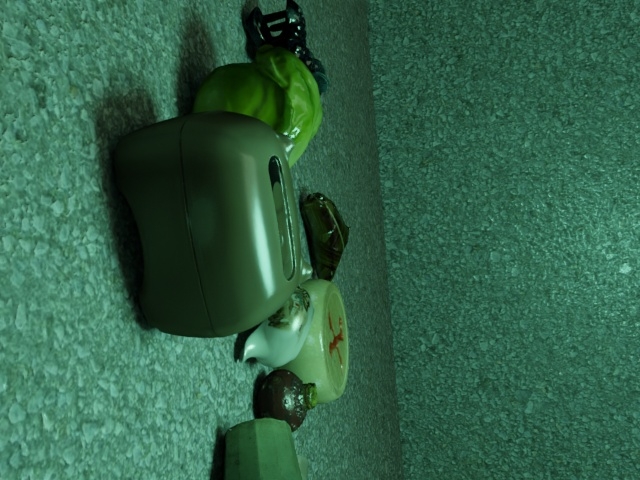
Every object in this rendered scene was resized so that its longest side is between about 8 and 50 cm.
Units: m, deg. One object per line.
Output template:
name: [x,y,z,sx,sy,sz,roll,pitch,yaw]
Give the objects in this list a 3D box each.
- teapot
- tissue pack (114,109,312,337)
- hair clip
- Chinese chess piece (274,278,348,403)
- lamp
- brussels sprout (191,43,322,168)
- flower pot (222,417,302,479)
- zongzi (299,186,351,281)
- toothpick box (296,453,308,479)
teapot: [-0.099,0.188,1.931,0.298,0.139,0.204,-76,-172,-50]
tissue pack: [-0.179,-0.032,1.441,0.267,0.277,0.386,-40,124,-69]
hair clip: [-0.078,-0.464,2.129,0.310,0.195,0.206,57,25,-58]
Chinese chess piece: [-0.020,0.271,2.203,0.338,0.141,0.337,-4,90,-75]
lamp: [-0.078,0.384,1.959,0.157,0.135,0.156,-76,156,-45]
brussels sprout: [-0.133,-0.262,1.699,0.227,0.260,0.294,51,35,-64]
flower pot: [-0.128,0.490,1.692,0.212,0.212,0.202,62,13,-56]
zongzi: [0.000,0.000,2.439,0.247,0.111,0.241,57,38,-51]
toothpick box: [-0.090,0.595,1.906,0.111,0.111,0.180,65,26,-52]
